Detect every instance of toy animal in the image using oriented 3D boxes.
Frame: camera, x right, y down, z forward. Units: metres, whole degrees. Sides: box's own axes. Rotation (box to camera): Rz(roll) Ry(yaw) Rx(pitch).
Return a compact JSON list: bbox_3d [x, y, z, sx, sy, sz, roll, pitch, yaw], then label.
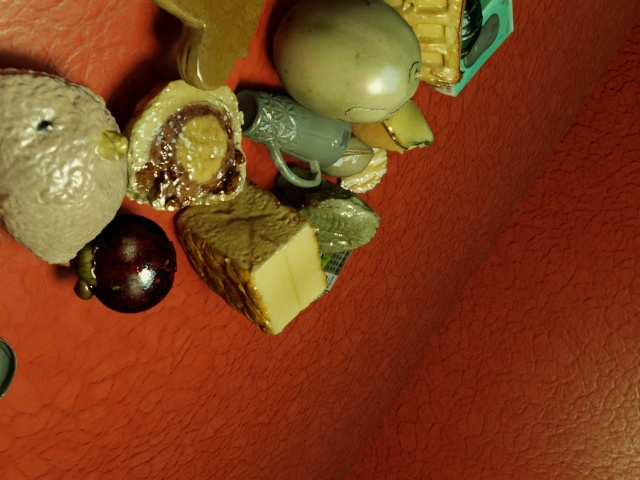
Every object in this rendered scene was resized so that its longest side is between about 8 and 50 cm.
[{"bbox_3d":[-0.424,-0.110,1.088,0.227,0.188,0.358,-20,136,-30],"label":"toy animal"}]

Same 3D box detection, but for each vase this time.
[{"bbox_3d":[-0.069,-0.250,1.518,0.301,0.156,0.250,7,78,-51],"label":"vase"}]

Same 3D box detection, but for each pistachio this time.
[{"bbox_3d":[0.058,-0.224,1.752,0.185,0.124,0.124,-19,133,-46],"label":"pistachio"}]

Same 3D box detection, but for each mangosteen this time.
[{"bbox_3d":[-0.383,0.048,1.310,0.210,0.210,0.209,-36,144,-32],"label":"mangosteen"}]

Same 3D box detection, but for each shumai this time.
[{"bbox_3d":[0.018,-0.097,1.655,0.222,0.272,0.203,74,22,-62],"label":"shumai"}]

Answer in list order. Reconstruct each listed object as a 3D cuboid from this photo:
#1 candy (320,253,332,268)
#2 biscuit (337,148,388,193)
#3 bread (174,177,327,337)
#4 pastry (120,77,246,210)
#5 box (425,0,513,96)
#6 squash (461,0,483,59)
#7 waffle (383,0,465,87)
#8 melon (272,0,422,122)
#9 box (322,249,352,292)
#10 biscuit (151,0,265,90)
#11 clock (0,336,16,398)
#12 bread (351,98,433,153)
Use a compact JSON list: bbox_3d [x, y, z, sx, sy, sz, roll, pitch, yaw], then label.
[{"bbox_3d":[0.000,0.000,1.849,0.149,0.069,0.246,-4,114,-60],"label":"candy"},{"bbox_3d":[0.127,-0.207,1.924,0.118,0.061,0.183,34,89,-19],"label":"biscuit"},{"bbox_3d":[-0.157,0.031,1.529,0.207,0.279,0.279,-44,150,-20],"label":"bread"},{"bbox_3d":[-0.275,-0.188,1.273,0.256,0.170,0.236,-13,108,-39],"label":"pastry"},{"bbox_3d":[0.427,-0.601,1.938,0.311,0.118,0.205,-49,151,-13],"label":"box"},{"bbox_3d":[0.272,-0.545,1.634,0.165,0.252,0.252,-50,151,-31],"label":"squash"},{"bbox_3d":[0.183,-0.508,1.494,0.348,0.304,0.077,81,20,-52],"label":"waffle"},{"bbox_3d":[0.062,-0.383,1.398,0.268,0.330,0.268,-42,147,-35],"label":"melon"},{"bbox_3d":[-0.023,0.050,1.968,0.180,0.047,0.325,-61,150,4],"label":"box"},{"bbox_3d":[-0.222,-0.467,1.102,0.394,0.076,0.368,28,77,-62],"label":"biscuit"},{"bbox_3d":[-0.671,0.253,1.223,0.215,0.042,0.214,-36,144,-31],"label":"clock"},{"bbox_3d":[0.155,-0.331,1.732,0.163,0.262,0.204,-32,168,34],"label":"bread"}]
